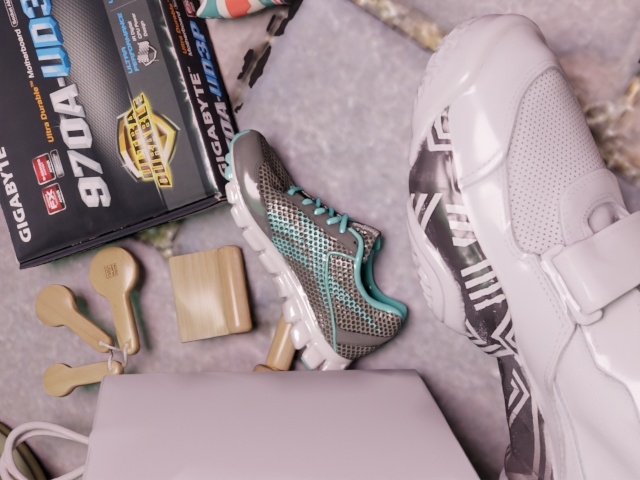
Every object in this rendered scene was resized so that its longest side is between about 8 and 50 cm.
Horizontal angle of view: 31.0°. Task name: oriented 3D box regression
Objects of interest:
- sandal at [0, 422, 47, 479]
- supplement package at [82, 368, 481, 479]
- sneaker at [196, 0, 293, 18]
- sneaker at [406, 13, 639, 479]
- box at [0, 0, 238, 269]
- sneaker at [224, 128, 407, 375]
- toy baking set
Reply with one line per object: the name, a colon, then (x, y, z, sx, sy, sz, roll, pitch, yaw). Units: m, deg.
sandal: (-0.239, 0.234, 0.825, 0.303, 0.086, 0.120, 46, 115, 33)
supplement package: (-0.027, 0.228, 0.640, 0.198, 0.199, 0.262, 0, 103, -7)
sneaker: (-0.071, -0.216, 0.721, 0.075, 0.057, 0.161, -16, 93, 20)
sneaker: (0.180, 0.052, 0.580, 0.210, 0.137, 0.366, -7, 100, 40)
box: (-0.157, -0.109, 0.779, 0.175, 0.051, 0.220, -17, 90, 26)
sneaker: (0.000, 0.000, 0.724, 0.076, 0.065, 0.166, -26, 94, 18)
toy baking set: (-0.119, 0.120, 0.780, 0.197, 0.030, 0.256, 13, 86, 19)
